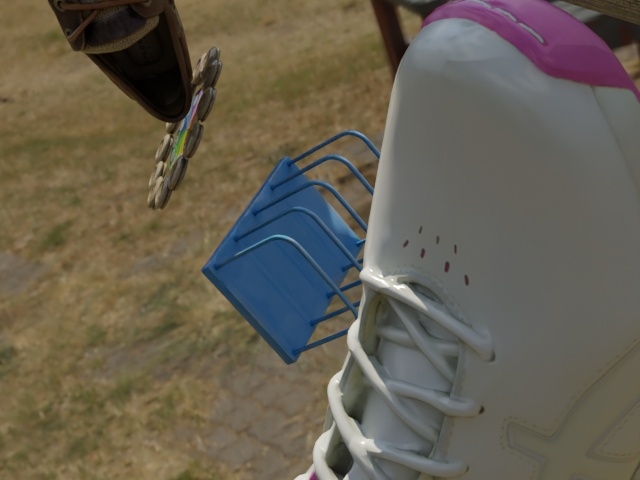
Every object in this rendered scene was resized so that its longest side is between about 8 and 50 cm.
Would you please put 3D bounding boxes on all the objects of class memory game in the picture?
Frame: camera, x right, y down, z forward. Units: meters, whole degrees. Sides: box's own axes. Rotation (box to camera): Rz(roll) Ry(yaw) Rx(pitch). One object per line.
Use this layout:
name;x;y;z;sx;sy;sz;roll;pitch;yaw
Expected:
memory game;-0.145;-0.117;1.251;0.186;0.012;0.186;-55;22;36

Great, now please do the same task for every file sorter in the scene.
file sorter;0.000;0.000;1.056;0.104;0.118;0.170;-26;22;42

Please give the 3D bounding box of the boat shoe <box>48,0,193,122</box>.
boat shoe;-0.189;-0.225;1.081;0.123;0.342;0.123;-23;60;-3

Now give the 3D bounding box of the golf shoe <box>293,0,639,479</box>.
golf shoe;0.044;0.074;0.388;0.140;0.306;0.115;-28;39;-28

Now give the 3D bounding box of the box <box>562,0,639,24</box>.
box;0.270;-0.266;0.999;0.153;0.108;0.207;16;-4;-7
